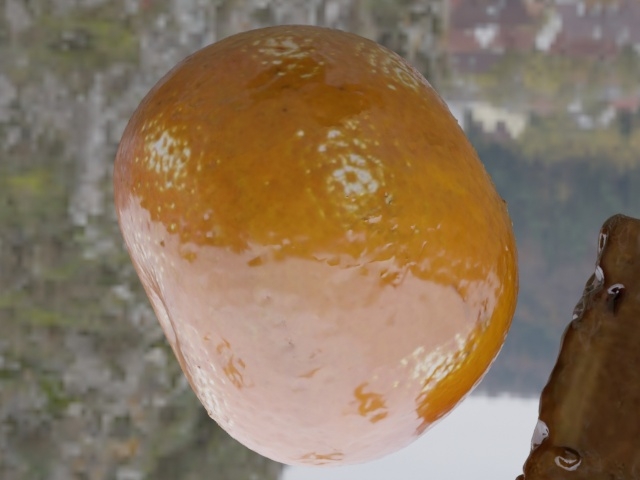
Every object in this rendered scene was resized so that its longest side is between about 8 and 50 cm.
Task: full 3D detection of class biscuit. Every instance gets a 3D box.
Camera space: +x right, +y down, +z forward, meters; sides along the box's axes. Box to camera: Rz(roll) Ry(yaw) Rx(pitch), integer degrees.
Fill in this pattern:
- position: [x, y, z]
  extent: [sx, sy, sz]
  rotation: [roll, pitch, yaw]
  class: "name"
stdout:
- position: [0.301, 0.196, 1.810]
  extent: [0.166, 0.342, 0.395]
  rotation: [14, 164, 12]
  class: "biscuit"

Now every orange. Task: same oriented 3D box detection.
- position: [0.000, 0.000, 1.649]
  extent: [0.326, 0.424, 0.424]
  rotation: [-23, -174, -10]
  class: "orange"
